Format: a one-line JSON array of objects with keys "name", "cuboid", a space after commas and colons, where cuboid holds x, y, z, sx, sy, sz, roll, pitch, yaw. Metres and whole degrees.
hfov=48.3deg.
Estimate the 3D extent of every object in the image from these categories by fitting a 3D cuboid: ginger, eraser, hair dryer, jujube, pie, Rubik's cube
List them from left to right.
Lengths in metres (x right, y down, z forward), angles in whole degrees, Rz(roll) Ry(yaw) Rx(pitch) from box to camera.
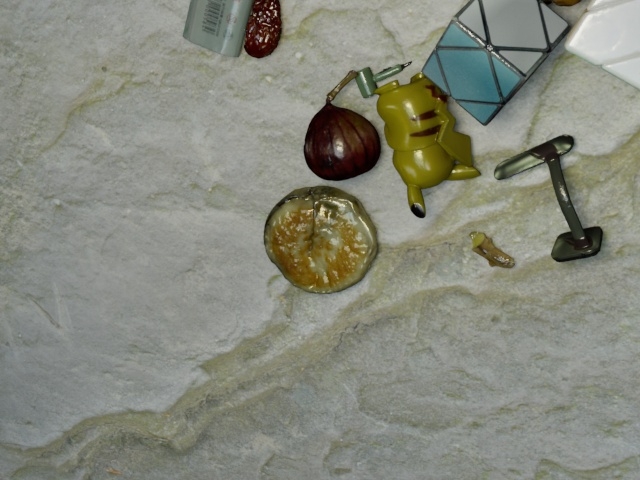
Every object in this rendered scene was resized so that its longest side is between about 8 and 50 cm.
[{"name": "eraser", "cuboid": [-0.265, -0.623, 1.888, 0.174, 0.081, 0.227, 27, 116, 16]}, {"name": "jujube", "cuboid": [-0.144, -0.555, 1.851, 0.104, 0.104, 0.166, 23, 113, 14]}, {"name": "pie", "cuboid": [0.000, 0.000, 1.994, 0.338, 0.077, 0.339, 6, 109, 17]}, {"name": "hair dryer", "cuboid": [0.163, -0.420, 1.808, 0.150, 0.047, 0.071, -21, 103, 16]}, {"name": "ginger", "cuboid": [0.437, 0.030, 1.841, 0.137, 0.044, 0.057, 39, 99, 4]}, {"name": "Rubik's cube", "cuboid": [0.382, -0.422, 1.578, 0.205, 0.207, 0.205, 42, 157, 5]}, {"name": "Rubik's cube", "cuboid": [0.710, -0.456, 1.411, 0.321, 0.316, 0.319, 33, 117, 11]}]

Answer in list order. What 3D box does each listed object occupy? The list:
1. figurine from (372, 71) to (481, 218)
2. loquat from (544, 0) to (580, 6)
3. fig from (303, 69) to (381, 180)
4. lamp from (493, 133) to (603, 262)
[{"name": "figurine", "cuboid": [0.259, -0.249, 1.757, 0.169, 0.218, 0.327, 23, 132, 59]}, {"name": "loquat", "cuboid": [0.524, -0.607, 1.521, 0.187, 0.176, 0.234, 43, 116, 23]}, {"name": "fig", "cuboid": [0.035, -0.274, 1.816, 0.203, 0.186, 0.250, -5, 118, 41]}, {"name": "lamp", "cuboid": [0.541, -0.086, 1.718, 0.203, 0.124, 0.283, -17, 98, 36]}]
